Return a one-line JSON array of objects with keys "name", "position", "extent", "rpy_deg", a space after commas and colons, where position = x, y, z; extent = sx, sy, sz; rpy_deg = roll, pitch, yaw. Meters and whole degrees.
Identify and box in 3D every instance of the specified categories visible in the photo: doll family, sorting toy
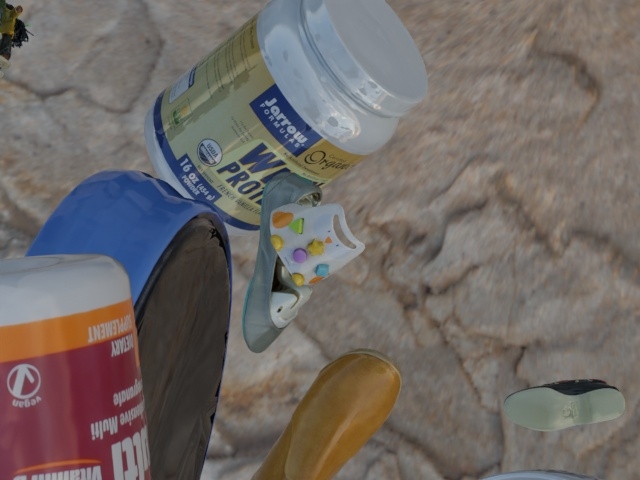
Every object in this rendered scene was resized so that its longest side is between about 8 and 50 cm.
[{"name": "doll family", "position": [-0.400, -0.231, 1.555], "extent": [0.076, 0.111, 0.193], "rpy_deg": [28, 133, -33]}, {"name": "sorting toy", "position": [0.000, 0.000, 1.231], "extent": [0.075, 0.045, 0.083], "rpy_deg": [-25, 106, 25]}]

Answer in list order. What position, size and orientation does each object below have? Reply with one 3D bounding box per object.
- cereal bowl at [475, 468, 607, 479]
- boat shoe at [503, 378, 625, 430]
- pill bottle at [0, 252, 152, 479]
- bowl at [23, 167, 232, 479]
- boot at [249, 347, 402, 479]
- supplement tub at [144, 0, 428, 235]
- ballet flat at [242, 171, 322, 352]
[{"name": "cereal bowl", "position": [0.236, 0.378, 1.220], "extent": [0.339, 0.141, 0.339], "rpy_deg": [-4, 84, 40]}, {"name": "boat shoe", "position": [0.262, 0.178, 1.424], "extent": [0.133, 0.042, 0.049], "rpy_deg": [-4, 100, -7]}, {"name": "pill bottle", "position": [-0.120, 0.120, 0.482], "extent": [0.121, 0.121, 0.221], "rpy_deg": [-5, 94, 12]}, {"name": "bowl", "position": [-0.149, 0.145, 0.925], "extent": [0.077, 0.391, 0.391], "rpy_deg": [13, 104, 9]}, {"name": "boot", "position": [-0.013, 0.276, 1.577], "extent": [0.104, 0.211, 0.295], "rpy_deg": [34, 133, -4]}, {"name": "supplement tub", "position": [-0.044, -0.171, 1.657], "extent": [0.316, 0.228, 0.228], "rpy_deg": [-35, 94, 30]}, {"name": "ballet flat", "position": [-0.038, 0.033, 1.415], "extent": [0.068, 0.072, 0.213], "rpy_deg": [19, 111, 30]}]
